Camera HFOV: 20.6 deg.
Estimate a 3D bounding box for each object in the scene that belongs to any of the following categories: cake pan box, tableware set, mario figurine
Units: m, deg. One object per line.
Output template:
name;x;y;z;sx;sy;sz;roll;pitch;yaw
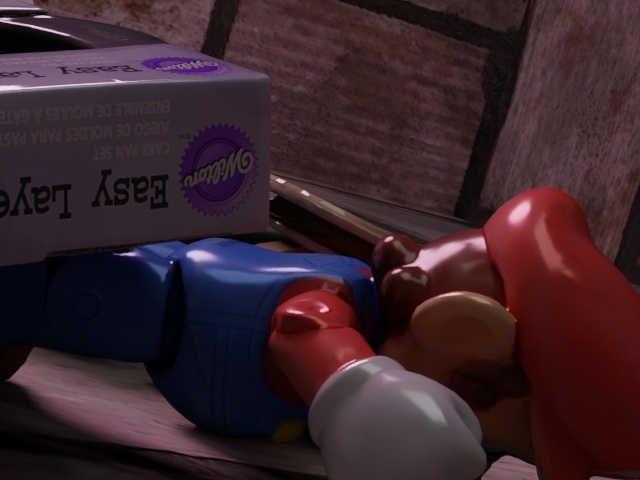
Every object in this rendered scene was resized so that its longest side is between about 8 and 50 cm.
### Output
cake pan box;-0.184;-0.047;0.669;0.266;0.070;0.245;-7;20;-35
tableware set;0.000;0.000;0.899;0.128;0.039;0.194;27;1;-7
mario figurine;-0.011;0.069;0.723;0.320;0.170;0.198;7;39;10

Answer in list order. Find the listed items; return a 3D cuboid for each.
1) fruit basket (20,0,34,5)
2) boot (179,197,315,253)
fruit basket;-0.346;-0.203;0.951;0.353;0.327;0.165;-7;-23;-45
boot;-0.086;0.012;0.991;0.246;0.094;0.207;10;1;4
